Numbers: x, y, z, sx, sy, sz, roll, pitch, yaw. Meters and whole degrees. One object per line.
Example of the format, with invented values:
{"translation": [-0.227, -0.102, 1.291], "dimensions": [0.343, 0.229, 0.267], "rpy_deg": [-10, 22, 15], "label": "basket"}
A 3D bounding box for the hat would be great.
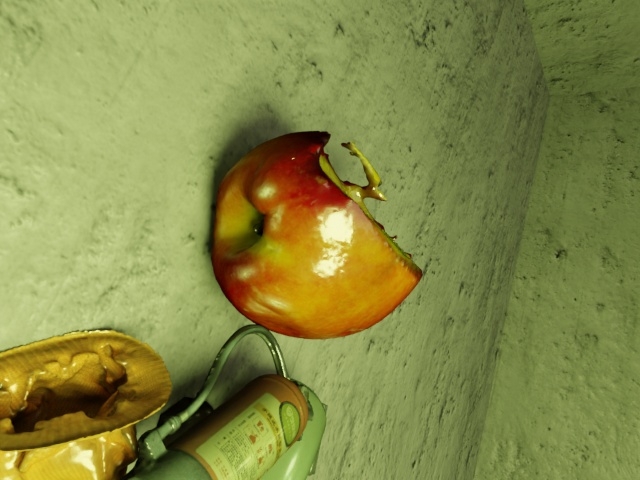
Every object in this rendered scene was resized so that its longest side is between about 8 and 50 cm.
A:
{"translation": [-0.323, 0.273, 0.627], "dimensions": [0.234, 0.244, 0.233], "rpy_deg": [8, 106, -17], "label": "hat"}

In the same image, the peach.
{"translation": [-0.020, 0.005, 0.860], "dimensions": [0.406, 0.310, 0.335], "rpy_deg": [31, 29, -61], "label": "peach"}

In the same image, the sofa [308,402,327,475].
{"translation": [-0.044, 0.408, 1.044], "dimensions": [0.060, 0.085, 0.147], "rpy_deg": [28, 71, -53], "label": "sofa"}

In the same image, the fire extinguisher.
{"translation": [-0.105, 0.241, 0.678], "dimensions": [0.376, 0.113, 0.200], "rpy_deg": [-16, 109, -65], "label": "fire extinguisher"}

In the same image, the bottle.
{"translation": [-0.110, 0.391, 0.816], "dimensions": [0.347, 0.169, 0.168], "rpy_deg": [-55, 136, -61], "label": "bottle"}

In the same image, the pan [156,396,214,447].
{"translation": [-0.198, 0.351, 0.867], "dimensions": [0.202, 0.048, 0.128], "rpy_deg": [35, 64, -49], "label": "pan"}
